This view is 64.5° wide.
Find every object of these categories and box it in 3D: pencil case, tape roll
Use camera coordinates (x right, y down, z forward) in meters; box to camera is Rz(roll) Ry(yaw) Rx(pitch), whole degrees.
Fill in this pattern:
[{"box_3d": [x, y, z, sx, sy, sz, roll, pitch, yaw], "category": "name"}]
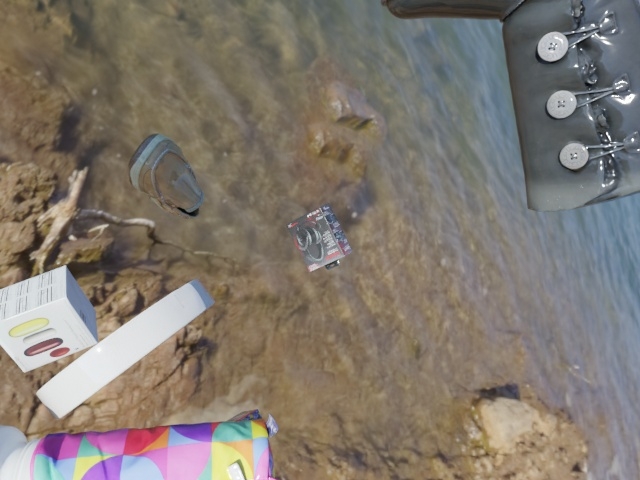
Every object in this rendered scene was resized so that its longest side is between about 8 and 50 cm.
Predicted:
[{"box_3d": [-0.155, 0.231, 0.499, 0.236, 0.104, 0.105, -1, 79, -11], "category": "pencil case"}, {"box_3d": [-0.398, 0.221, 1.075, 0.072, 0.392, 0.392, 54, 46, -2], "category": "tape roll"}]

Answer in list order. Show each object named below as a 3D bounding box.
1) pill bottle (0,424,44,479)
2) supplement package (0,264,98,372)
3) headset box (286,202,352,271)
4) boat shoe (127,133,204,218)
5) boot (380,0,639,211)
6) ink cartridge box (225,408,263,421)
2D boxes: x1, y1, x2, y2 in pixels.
[{"box_3d": [-0.596, 0.397, 0.828, 0.318, 0.176, 0.176, 1, 76, -7], "category": "pill bottle"}, {"box_3d": [-0.753, 0.214, 1.389, 0.203, 0.149, 0.194, -22, 130, -11], "category": "supplement package"}, {"box_3d": [0.000, 0.000, 0.699, 0.032, 0.062, 0.083, -27, 92, -61], "category": "headset box"}, {"box_3d": [-0.169, -0.066, 0.598, 0.072, 0.190, 0.068, 37, 81, 0], "category": "boat shoe"}, {"box_3d": [0.315, -0.260, 0.810, 0.146, 0.367, 0.445, -39, 113, -44], "category": "boot"}, {"box_3d": [-0.117, 0.273, 0.738, 0.062, 0.115, 0.029, -23, 81, -31], "category": "ink cartridge box"}]
